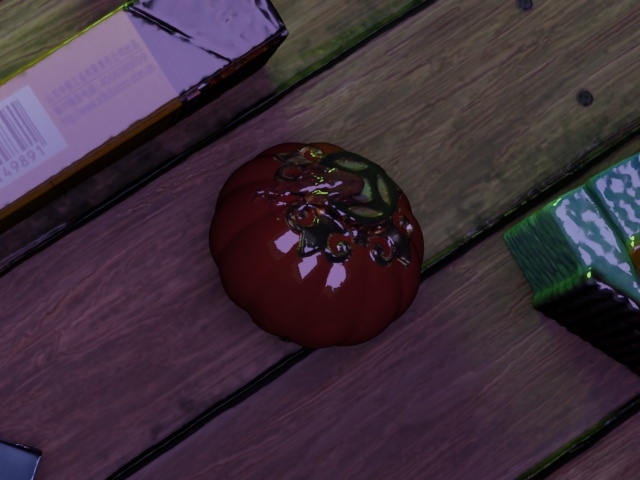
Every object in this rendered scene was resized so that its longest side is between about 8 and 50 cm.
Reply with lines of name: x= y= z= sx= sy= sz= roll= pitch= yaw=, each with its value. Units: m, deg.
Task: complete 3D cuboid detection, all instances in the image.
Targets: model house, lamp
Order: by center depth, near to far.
lamp: x=0.000 y=0.000 z=1.709 sx=0.227 sy=0.227 sz=0.227 roll=0 pitch=88 yaw=-8
model house: x=0.358 y=0.031 z=1.726 sx=0.230 sy=0.280 sz=0.249 roll=-31 pitch=87 yaw=-7

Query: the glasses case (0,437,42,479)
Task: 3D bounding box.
glasses case: x=-0.363 y=0.333 z=1.731 sx=0.105 sy=0.056 sz=0.266 roll=16 pitch=85 yaw=17

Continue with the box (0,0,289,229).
box: x=-0.236 y=-0.126 z=1.657 sx=0.415 sy=0.264 sz=0.116 roll=-34 pitch=92 yaw=-6
